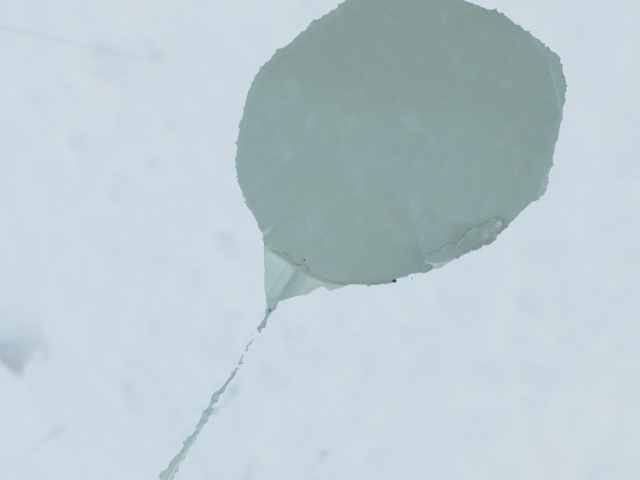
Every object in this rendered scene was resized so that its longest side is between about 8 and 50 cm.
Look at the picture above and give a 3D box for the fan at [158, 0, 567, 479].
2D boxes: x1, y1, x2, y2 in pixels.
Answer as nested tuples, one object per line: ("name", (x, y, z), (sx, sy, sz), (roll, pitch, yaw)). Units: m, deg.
("fan", (0.000, 0.000, 0.885), (0.182, 0.010, 0.310), (28, 78, 29))
